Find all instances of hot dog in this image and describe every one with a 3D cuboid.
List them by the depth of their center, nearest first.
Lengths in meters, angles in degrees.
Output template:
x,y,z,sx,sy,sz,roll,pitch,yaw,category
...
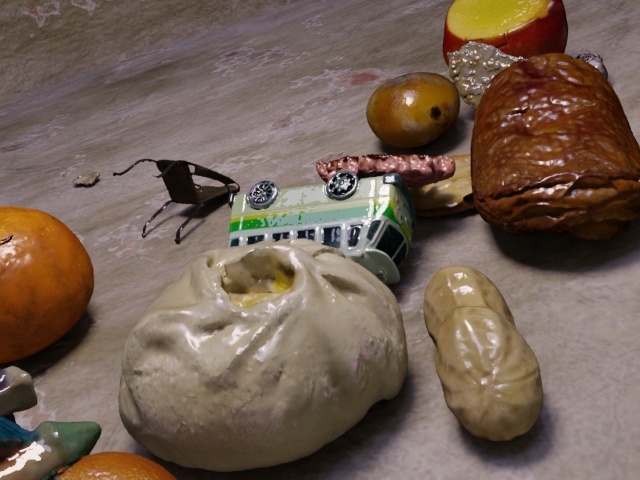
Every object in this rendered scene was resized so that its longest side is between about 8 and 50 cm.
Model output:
x,y,z,sx,sy,sz,roll,pitch,yaw,category
0.365,-0.130,1.224,0.267,0.174,0.387,-2,42,9,hot dog

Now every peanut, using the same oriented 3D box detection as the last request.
x,y,z,sx,sy,sz,roll,pitch,yaw,category
0.177,0.117,0.933,0.111,0.125,0.274,-32,25,11,peanut

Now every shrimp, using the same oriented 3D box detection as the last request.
x,y,z,sx,sy,sz,roll,pitch,yaw,category
0.572,-0.371,1.704,0.056,0.065,0.165,-37,25,10,shrimp

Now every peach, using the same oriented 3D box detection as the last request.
x,y,z,sx,sy,sz,roll,pitch,yaw,category
0.418,-0.446,1.740,0.245,0.249,0.274,19,-5,-38,peach

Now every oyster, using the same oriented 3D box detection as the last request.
x,y,z,sx,sy,sz,roll,pitch,yaw,category
-0.571,-0.147,1.945,0.083,0.019,0.054,5,35,32,oyster

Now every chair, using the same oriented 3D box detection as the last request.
x,y,z,sx,sy,sz,roll,pitch,yaw,category
-0.270,-0.106,1.579,0.174,0.149,0.213,6,30,39,chair

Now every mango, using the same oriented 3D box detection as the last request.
x,y,z,sx,sy,sz,roll,pitch,yaw,category
0.190,-0.275,1.656,0.192,0.146,0.316,-12,13,6,mango

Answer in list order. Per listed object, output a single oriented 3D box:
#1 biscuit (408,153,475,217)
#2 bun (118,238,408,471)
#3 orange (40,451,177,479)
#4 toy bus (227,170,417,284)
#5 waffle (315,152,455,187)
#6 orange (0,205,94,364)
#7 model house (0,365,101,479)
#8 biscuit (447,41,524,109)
x,y,z,sx,sy,sz,roll,pitch,yaw,category
0.253,-0.100,1.398,0.260,0.041,0.203,-11,24,8,biscuit
-0.086,0.114,0.979,0.365,0.219,0.365,-12,24,5,bun
-0.198,0.292,0.733,0.206,0.206,0.206,-12,27,7,orange
0.000,0.000,1.211,0.276,0.134,0.165,-6,58,20,toy bus
0.104,-0.110,1.312,0.221,0.055,0.234,-2,2,-11,waffle
-0.507,0.073,1.270,0.284,0.226,0.284,-12,22,5,orange
-0.411,0.260,0.877,0.312,0.245,0.280,10,29,39,model house
0.380,-0.308,1.612,0.290,0.141,0.038,23,18,24,biscuit
